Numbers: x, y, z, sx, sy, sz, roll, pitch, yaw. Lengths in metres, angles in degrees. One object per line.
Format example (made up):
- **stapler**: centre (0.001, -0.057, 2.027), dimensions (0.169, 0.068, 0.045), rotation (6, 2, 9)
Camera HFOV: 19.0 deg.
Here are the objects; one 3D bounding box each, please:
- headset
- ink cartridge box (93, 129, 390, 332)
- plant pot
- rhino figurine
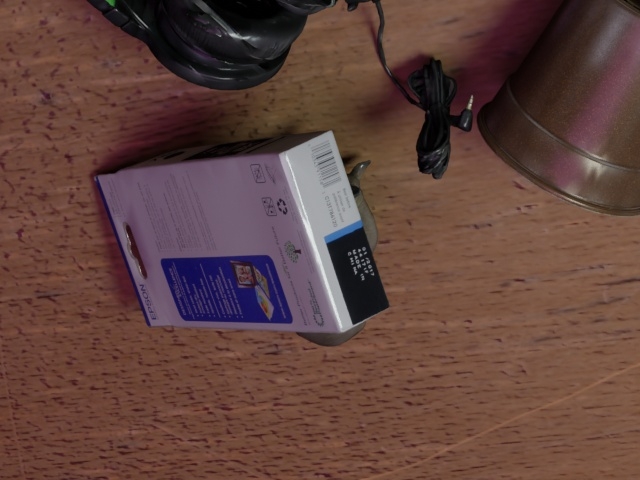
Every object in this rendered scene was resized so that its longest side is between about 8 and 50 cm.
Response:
- **headset**: centre (-0.037, -0.199, 1.568), dimensions (0.394, 0.185, 0.243), rotation (29, 135, -31)
- **ink cartridge box**: centre (-0.078, -0.004, 1.712), dimensions (0.333, 0.065, 0.165), rotation (-1, 111, 55)
- **plant pot**: centre (0.239, -0.134, 1.587), dimensions (0.167, 0.167, 0.165), rotation (24, 117, -4)
- **rhino figurine**: centre (0.000, 0.000, 1.773), dimensions (0.106, 0.073, 0.243), rotation (14, 128, 11)
